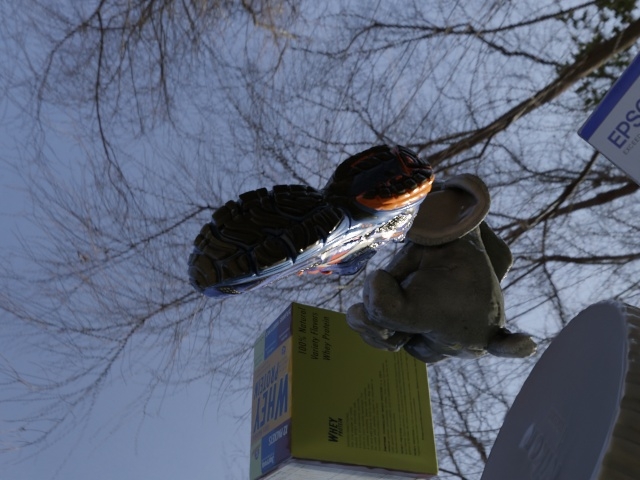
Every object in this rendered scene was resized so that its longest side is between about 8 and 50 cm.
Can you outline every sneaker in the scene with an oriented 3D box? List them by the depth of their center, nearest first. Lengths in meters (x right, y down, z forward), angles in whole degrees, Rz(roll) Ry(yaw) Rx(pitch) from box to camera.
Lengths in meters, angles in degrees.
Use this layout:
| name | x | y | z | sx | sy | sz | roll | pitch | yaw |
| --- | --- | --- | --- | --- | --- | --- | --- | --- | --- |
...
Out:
| name | x | y | z | sx | sy | sz | roll | pitch | yaw |
| --- | --- | --- | --- | --- | --- | --- | --- | --- | --- |
| sneaker | 0.000 | 0.000 | 0.525 | 0.221 | 0.087 | 0.083 | -21 | -135 | -23 |

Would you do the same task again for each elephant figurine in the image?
| name | x | y | z | sx | sy | sz | roll | pitch | yaw |
| --- | --- | --- | --- | --- | --- | --- | --- | --- | --- |
| elephant figurine | 0.127 | 0.000 | 0.701 | 0.186 | 0.169 | 0.240 | 21 | -113 | -4 |

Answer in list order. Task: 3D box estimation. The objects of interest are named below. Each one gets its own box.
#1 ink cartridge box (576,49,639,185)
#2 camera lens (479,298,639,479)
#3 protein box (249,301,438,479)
| name | x | y | z | sx | sy | sz | roll | pitch | yaw |
| --- | --- | --- | --- | --- | --- | --- | --- | --- | --- |
| ink cartridge box | 0.291 | 0.011 | 0.224 | 0.371 | 0.176 | 0.069 | 44 | -126 | 16 |
| camera lens | 0.243 | 0.179 | 0.353 | 0.274 | 0.219 | 0.219 | 26 | -114 | 8 |
| protein box | 0.025 | 0.215 | 0.860 | 0.201 | 0.136 | 0.200 | 15 | -127 | -22 |
